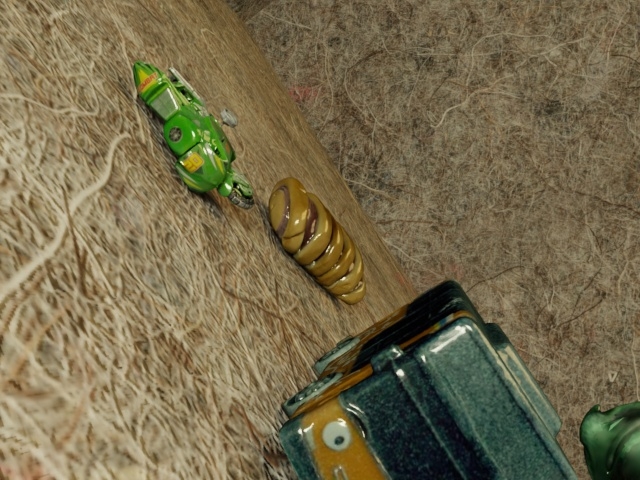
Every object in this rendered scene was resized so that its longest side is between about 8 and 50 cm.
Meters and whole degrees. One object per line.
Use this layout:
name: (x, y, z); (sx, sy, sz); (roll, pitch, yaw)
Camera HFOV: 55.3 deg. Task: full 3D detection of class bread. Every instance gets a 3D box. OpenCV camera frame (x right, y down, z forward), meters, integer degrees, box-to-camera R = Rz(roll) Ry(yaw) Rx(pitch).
bread: (0.000, 0.000, 0.943); (0.225, 0.081, 0.134); (46, 13, -44)

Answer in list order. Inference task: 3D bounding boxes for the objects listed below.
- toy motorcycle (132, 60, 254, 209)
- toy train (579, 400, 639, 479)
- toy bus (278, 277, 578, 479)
toy motorcycle: (-0.141, -0.114, 0.689); (0.190, 0.074, 0.106); (58, 18, 12)
toy train: (0.263, 0.261, 0.424); (0.238, 0.299, 0.167); (31, 24, 11)
toy bus: (0.095, 0.150, 0.567); (0.161, 0.194, 0.323); (58, 9, 4)
